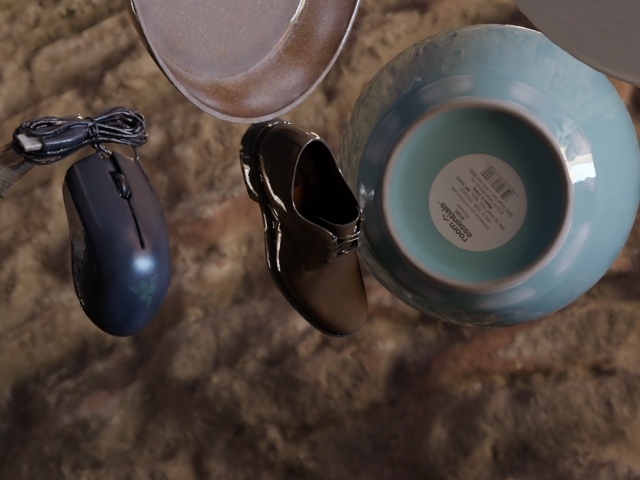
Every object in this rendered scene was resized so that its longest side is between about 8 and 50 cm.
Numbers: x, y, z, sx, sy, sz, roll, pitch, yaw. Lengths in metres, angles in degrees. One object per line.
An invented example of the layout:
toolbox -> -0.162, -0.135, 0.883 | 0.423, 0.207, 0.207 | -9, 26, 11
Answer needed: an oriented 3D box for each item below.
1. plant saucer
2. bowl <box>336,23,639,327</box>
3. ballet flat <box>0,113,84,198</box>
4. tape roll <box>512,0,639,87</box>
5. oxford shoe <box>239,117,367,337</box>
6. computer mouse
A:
plant saucer -> -0.060, -0.245, 0.980 | 0.050, 0.311, 0.310 | 10, -144, 33
bowl -> 0.154, -0.053, 1.249 | 0.311, 0.312, 0.163 | -24, -177, 13
ballet flat -> -0.357, -0.095, 1.562 | 0.084, 0.058, 0.250 | -23, -169, 28
tape roll -> 0.162, -0.252, 0.525 | 0.072, 0.392, 0.392 | -14, -171, -26
oxford shoe -> 0.000, 0.000, 1.182 | 0.083, 0.227, 0.096 | -38, -149, -26
computer mouse -> -0.241, -0.024, 1.511 | 0.188, 0.272, 0.072 | -13, 180, -44
